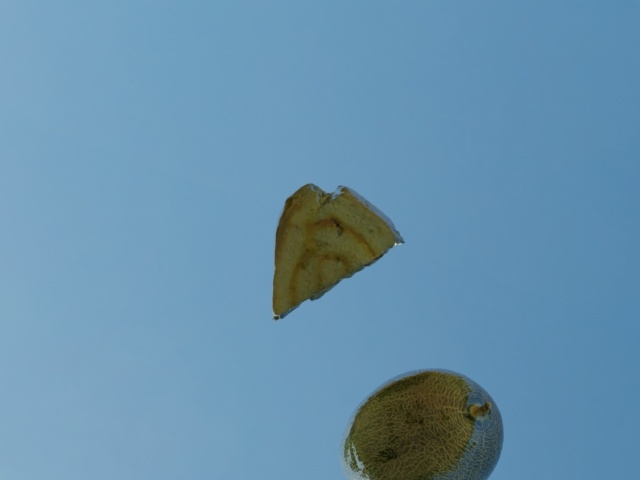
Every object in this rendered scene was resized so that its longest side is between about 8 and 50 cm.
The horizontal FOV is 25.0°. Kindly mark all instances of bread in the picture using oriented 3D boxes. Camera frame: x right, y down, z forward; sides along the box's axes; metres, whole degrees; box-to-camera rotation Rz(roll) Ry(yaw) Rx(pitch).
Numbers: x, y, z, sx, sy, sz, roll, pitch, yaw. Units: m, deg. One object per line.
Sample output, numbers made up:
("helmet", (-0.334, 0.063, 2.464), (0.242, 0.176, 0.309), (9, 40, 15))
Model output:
("bread", (-0.006, 0.002, 1.486), (0.156, 0.110, 0.103), (-33, -177, 5))

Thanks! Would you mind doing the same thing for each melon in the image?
("melon", (0.102, 0.197, 1.418), (0.192, 0.139, 0.139), (-35, -142, 38))
